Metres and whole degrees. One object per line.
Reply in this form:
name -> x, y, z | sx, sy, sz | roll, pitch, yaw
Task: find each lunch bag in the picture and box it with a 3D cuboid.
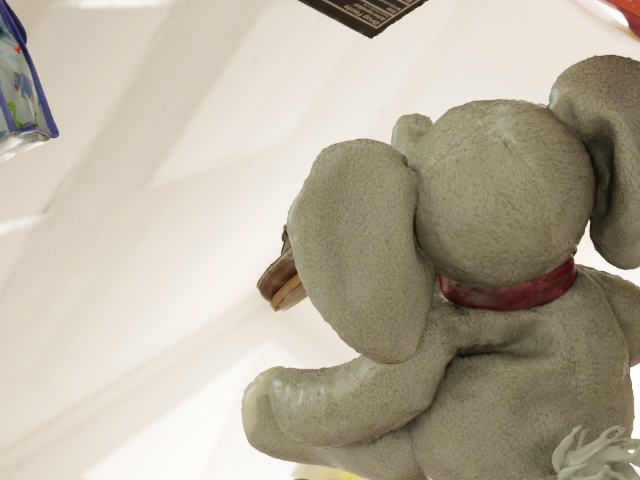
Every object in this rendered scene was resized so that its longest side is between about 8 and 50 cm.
lunch bag -> -0.291, -0.125, 1.061 | 0.129, 0.151, 0.096 | -23, -4, 12

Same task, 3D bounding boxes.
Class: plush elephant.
plush elephant -> 0.098, 0.021, 0.870 | 0.272, 0.255, 0.330 | -10, 10, -18

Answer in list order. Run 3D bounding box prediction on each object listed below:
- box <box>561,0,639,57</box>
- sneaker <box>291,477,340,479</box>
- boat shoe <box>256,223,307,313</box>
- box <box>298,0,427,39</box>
box -> 0.261, -0.136, 0.770 | 0.128, 0.257, 0.122 | -56, -31, 6
sneaker -> -0.003, 0.211, 1.119 | 0.037, 0.083, 0.032 | -38, 44, 39
boat shoe -> 0.000, 0.000, 1.284 | 0.073, 0.073, 0.207 | -49, -10, 37
box -> 0.050, -0.399, 1.472 | 0.294, 0.183, 0.296 | -28, -35, 37
